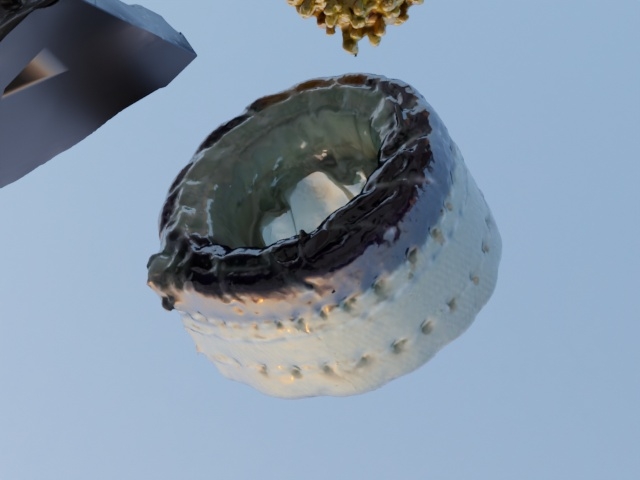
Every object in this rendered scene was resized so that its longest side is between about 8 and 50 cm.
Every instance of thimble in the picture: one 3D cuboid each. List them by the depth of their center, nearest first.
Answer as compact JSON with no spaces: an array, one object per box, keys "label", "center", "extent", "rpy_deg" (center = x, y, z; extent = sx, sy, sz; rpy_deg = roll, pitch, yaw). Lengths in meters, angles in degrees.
[{"label":"thimble","center":[0.000,0.000,1.066],"extent":[0.237,0.150,0.237],"rpy_deg":[-20,-144,16]}]

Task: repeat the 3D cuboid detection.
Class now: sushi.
[{"label":"sushi","center":[-0.217,-0.136,0.987],"extent":[0.172,0.153,0.150],"rpy_deg":[-42,-116,16]}]

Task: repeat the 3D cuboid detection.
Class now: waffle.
[{"label":"waffle","center":[0.038,-0.317,1.643],"extent":[0.193,0.070,0.197],"rpy_deg":[-34,-107,-8]}]
